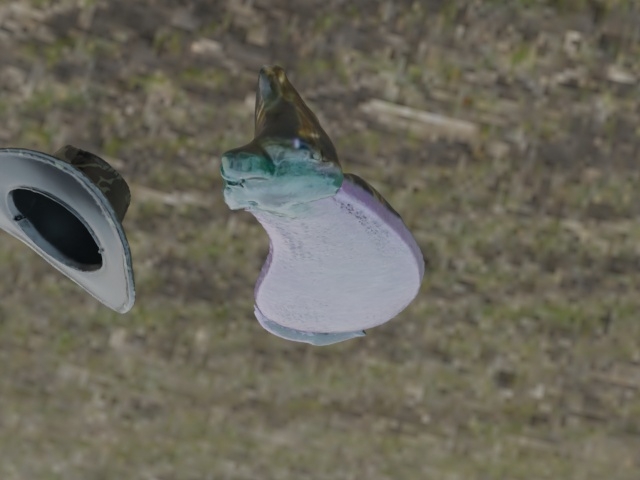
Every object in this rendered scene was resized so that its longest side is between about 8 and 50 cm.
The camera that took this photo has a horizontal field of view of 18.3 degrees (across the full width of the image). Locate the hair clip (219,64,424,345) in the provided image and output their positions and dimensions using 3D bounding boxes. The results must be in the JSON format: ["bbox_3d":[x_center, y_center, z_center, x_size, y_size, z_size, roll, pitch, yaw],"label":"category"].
[{"bbox_3d":[0.002,0.000,1.394,0.095,0.110,0.358,49,169,28],"label":"hair clip"}]

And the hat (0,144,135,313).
[{"bbox_3d":[-0.129,-0.016,1.047,0.121,0.050,0.121,29,152,17],"label":"hat"}]
